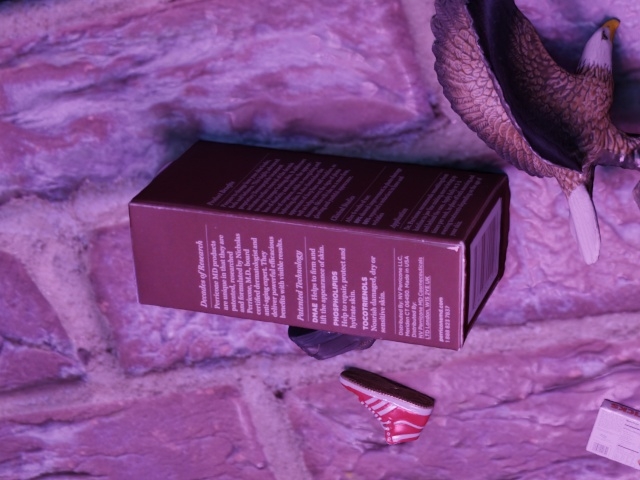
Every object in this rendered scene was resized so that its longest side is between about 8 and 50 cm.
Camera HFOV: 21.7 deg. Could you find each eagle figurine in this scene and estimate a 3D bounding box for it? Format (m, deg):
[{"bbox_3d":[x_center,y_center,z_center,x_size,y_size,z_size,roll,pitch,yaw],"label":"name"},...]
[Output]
[{"bbox_3d":[0.232,-0.147,1.692,0.298,0.225,0.226,26,132,-4],"label":"eagle figurine"}]

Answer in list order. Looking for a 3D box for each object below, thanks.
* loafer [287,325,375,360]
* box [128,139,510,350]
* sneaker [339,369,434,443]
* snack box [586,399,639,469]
[{"bbox_3d":[0.047,0.099,1.963,0.170,0.062,0.061,-13,131,30],"label":"loafer"},{"bbox_3d":[0.000,0.000,1.848,0.382,0.191,0.143,9,118,18],"label":"box"},{"bbox_3d":[0.072,0.202,2.005,0.118,0.042,0.067,22,117,9],"label":"sneaker"},{"bbox_3d":[0.397,0.241,1.904,0.178,0.022,0.064,20,119,12],"label":"snack box"}]
